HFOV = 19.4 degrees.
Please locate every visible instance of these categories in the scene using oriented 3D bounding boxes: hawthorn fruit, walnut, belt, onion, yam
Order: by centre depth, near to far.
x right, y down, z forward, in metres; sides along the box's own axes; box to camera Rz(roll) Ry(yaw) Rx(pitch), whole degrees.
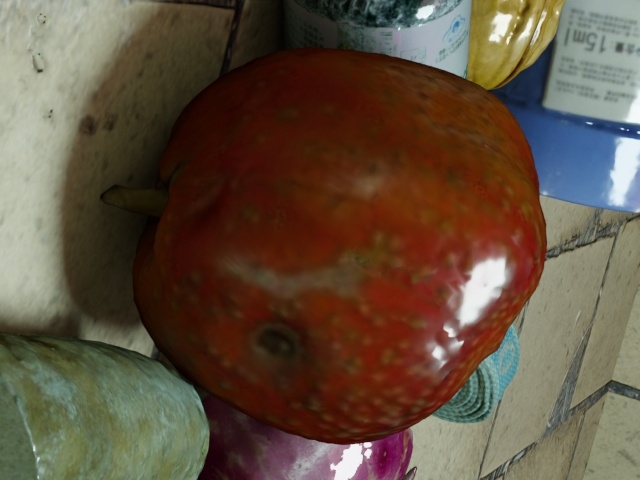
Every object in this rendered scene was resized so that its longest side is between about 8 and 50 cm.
[{"bbox_3d":[-0.158,0.118,1.100,0.330,0.133,0.133,13,94,-71],"label":"yam"},{"bbox_3d":[0.000,0.000,1.249,0.275,0.300,0.275,-166,-90,-75],"label":"hawthorn fruit"},{"bbox_3d":[-0.037,0.174,1.420,0.201,0.207,0.200,4,83,-35],"label":"onion"},{"bbox_3d":[0.147,-0.216,1.654,0.144,0.144,0.180,-19,128,-67],"label":"walnut"},{"bbox_3d":[0.127,0.112,1.887,0.082,0.148,0.163,-55,127,-35],"label":"belt"}]

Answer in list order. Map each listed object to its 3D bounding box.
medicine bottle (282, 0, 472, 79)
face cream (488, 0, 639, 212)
[{"bbox_3d":[0.041,-0.151,1.402,0.293,0.141,0.141,89,26,-43],"label":"medicine bottle"},{"bbox_3d":[0.276,-0.168,1.877,0.249,0.249,0.225,-23,129,-66],"label":"face cream"}]
